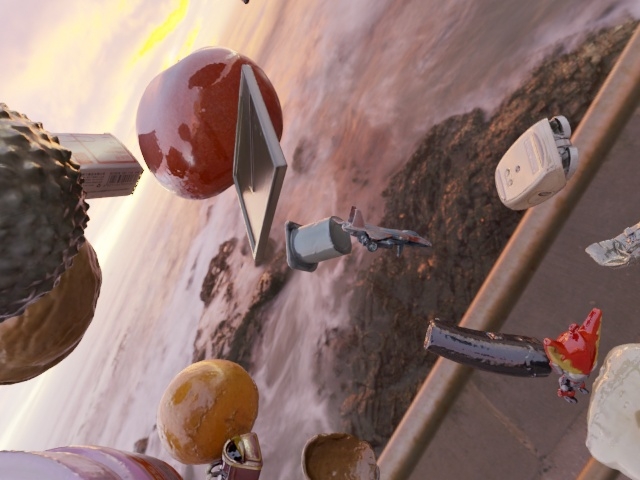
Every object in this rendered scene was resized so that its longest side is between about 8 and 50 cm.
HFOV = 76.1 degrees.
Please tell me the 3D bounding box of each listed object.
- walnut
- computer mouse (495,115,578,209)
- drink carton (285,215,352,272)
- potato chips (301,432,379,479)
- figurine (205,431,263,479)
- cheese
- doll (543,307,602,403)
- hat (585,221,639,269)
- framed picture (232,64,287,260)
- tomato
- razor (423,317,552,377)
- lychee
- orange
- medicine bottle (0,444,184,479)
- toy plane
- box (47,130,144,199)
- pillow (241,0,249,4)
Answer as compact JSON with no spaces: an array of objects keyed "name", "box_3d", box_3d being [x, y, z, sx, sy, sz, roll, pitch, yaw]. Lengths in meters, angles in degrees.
[{"name":"walnut","box_3d":[-0.554,0.105,0.752,0.252,0.277,0.313,93,171,-58]},{"name":"computer mouse","box_3d":[0.457,-0.155,0.871,0.236,0.081,0.145,99,167,-69]},{"name":"drink carton","box_3d":[0.000,0.000,1.496,0.189,0.191,0.186,-22,65,31]},{"name":"potato chips","box_3d":[0.048,0.552,0.998,0.049,0.201,0.150,123,151,-57]},{"name":"figurine","box_3d":[-0.170,0.436,0.788,0.082,0.098,0.154,-126,46,-63]},{"name":"cheese","box_3d":[0.673,0.324,0.845,0.173,0.251,0.248,21,108,42]},{"name":"doll","box_3d":[0.413,0.196,0.670,0.109,0.169,0.057,-27,35,-9]},{"name":"hat","box_3d":[0.900,0.007,1.139,0.214,0.244,0.149,122,147,-42]},{"name":"framed picture","box_3d":[-0.108,-0.108,0.651,0.265,0.018,0.192,116,138,-58]},{"name":"tomato","box_3d":[-0.260,-0.268,0.915,0.341,0.273,0.342,-17,43,17]},{"name":"razor","box_3d":[0.465,0.307,1.164,0.189,0.326,0.107,5,-85,-77]},{"name":"lychee","box_3d":[-0.382,-0.027,0.429,0.255,0.255,0.274,-61,8,10]},{"name":"orange","box_3d":[-0.240,0.364,0.882,0.193,0.219,0.219,27,92,48]},{"name":"medicine bottle","box_3d":[-0.253,0.327,0.409,0.388,0.219,0.219,104,176,-59]},{"name":"toy plane","box_3d":[0.203,-0.010,1.283,0.104,0.326,0.223,-66,18,11]},{"name":"box","box_3d":[-0.510,-0.166,0.903,0.099,0.133,0.182,-53,-12,22]},{"name":"pillow","box_3d":[-0.178,-0.527,0.635,0.106,0.250,0.186,-4,64,35]}]
